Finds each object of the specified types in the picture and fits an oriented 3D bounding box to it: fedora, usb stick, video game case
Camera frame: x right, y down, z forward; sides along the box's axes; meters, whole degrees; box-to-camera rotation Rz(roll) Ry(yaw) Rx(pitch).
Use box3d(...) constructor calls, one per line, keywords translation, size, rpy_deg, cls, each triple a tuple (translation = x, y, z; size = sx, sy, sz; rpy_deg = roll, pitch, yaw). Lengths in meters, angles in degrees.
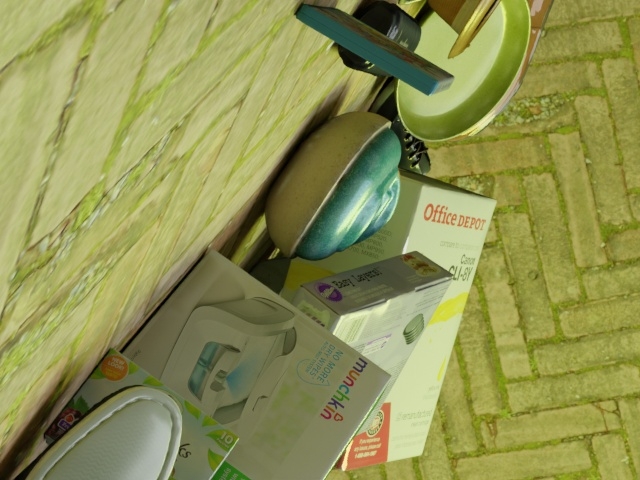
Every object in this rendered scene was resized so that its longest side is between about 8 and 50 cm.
box3d(translation=(0.186, -0.314, 1.858), size=(0.194, 0.079, 0.194), rpy_deg=(-55, 177, -4), cls="fedora")
box3d(translation=(0.064, -0.203, 1.546), size=(0.077, 0.045, 0.278), rpy_deg=(-49, 177, 9), cls="usb stick")
box3d(translation=(0.048, -0.153, 1.211), size=(0.015, 0.119, 0.166), rpy_deg=(-60, 176, 12), cls="video game case")

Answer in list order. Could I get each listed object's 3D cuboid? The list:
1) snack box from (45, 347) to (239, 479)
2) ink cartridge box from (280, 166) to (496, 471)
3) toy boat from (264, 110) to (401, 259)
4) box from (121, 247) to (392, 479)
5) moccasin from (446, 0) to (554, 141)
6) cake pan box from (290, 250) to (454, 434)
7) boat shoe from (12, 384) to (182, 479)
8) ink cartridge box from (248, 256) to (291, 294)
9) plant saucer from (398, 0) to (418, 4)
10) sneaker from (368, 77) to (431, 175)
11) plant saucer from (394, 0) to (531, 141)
box3d(translation=(-0.159, 0.177, 1.348), size=(0.100, 0.141, 0.037), rpy_deg=(-54, 175, -23), cls="snack box")
box3d(translation=(0.072, 0.093, 2.029), size=(0.279, 0.160, 0.384), rpy_deg=(7, 100, -63), cls="ink cartridge box")
box3d(translation=(0.000, 0.000, 1.753), size=(0.318, 0.148, 0.267), rpy_deg=(-56, 176, 16), cls="toy boat")
box3d(translation=(-0.098, 0.183, 1.486), size=(0.262, 0.231, 0.127), rpy_deg=(-51, 175, -40), cls="box")
box3d(translation=(0.247, -0.320, 2.160), size=(0.380, 0.147, 0.139), rpy_deg=(-60, -141, 14), cls="moccasin")
box3d(translation=(0.017, 0.143, 1.729), size=(0.267, 0.070, 0.245), rpy_deg=(-17, 137, -55), cls="cake pan box")
box3d(translation=(-0.235, 0.237, 1.273), size=(0.302, 0.114, 0.091), rpy_deg=(-50, -150, -4), cls="boat shoe")
box3d(translation=(-0.098, 0.093, 2.144), size=(0.189, 0.066, 0.232), rpy_deg=(-58, -177, 36), cls="ink cartridge box")
box3d(translation=(0.165, -0.309, 1.429), size=(0.188, 0.045, 0.188), rpy_deg=(-21, 166, -16), cls="plant saucer")
box3d(translation=(0.127, -0.161, 2.171), size=(0.083, 0.118, 0.222), rpy_deg=(-52, 175, -44), cls="sneaker")
box3d(translation=(0.183, -0.246, 2.025), size=(0.241, 0.037, 0.241), rpy_deg=(-27, 137, -28), cls="plant saucer")
